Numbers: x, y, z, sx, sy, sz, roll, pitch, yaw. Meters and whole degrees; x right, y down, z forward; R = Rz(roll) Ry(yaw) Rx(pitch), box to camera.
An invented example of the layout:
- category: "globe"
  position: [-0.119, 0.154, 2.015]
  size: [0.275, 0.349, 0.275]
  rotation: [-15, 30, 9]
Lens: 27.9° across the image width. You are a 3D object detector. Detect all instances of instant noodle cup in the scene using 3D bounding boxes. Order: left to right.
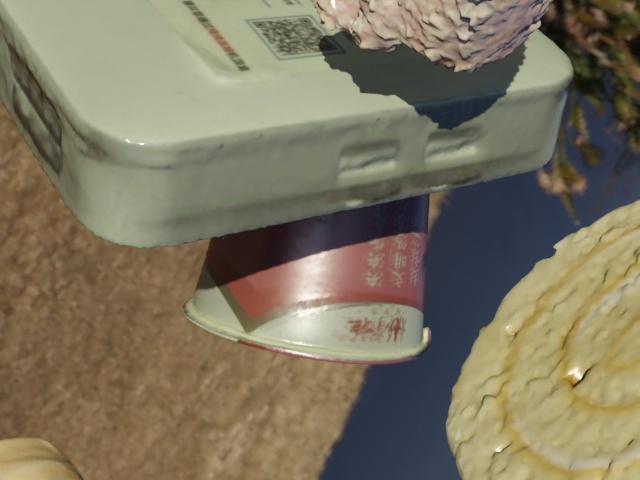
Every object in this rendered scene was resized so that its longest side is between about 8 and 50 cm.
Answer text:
- category: "instant noodle cup"
  position: [0.000, 0.000, 1.191]
  size: [0.234, 0.234, 0.179]
  rotation: [-5, 106, -61]

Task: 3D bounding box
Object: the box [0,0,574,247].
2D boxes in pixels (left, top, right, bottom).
- category: "box"
  position: [-0.058, -0.164, 0.993]
  size: [0.396, 0.396, 0.111]
  rotation: [-11, 133, -28]

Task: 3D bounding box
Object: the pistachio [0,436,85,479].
- category: "pistachio"
  position: [-0.218, 0.227, 0.803]
  size: [0.229, 0.157, 0.157]
  rotation: [-53, 162, -48]

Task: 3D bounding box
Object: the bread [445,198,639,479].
- category: "bread"
  position: [0.134, 0.074, 0.419]
  size: [0.148, 0.134, 0.141]
  rotation: [-44, 116, -13]

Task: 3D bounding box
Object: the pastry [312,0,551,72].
- category: "pastry"
  position: [0.085, -0.169, 0.685]
  size: [0.103, 0.112, 0.265]
  rotation: [-31, 170, -27]
